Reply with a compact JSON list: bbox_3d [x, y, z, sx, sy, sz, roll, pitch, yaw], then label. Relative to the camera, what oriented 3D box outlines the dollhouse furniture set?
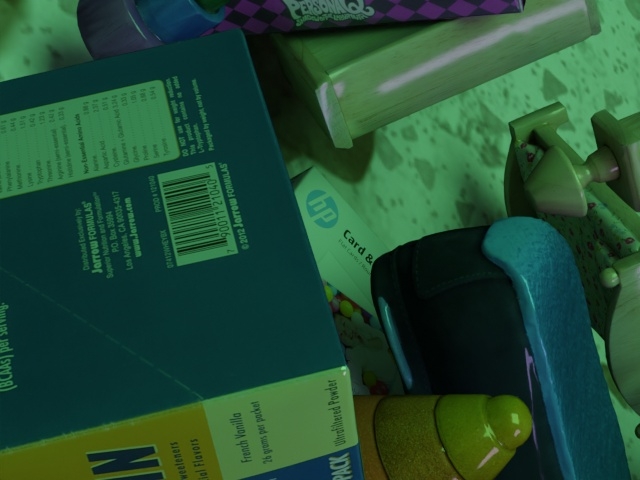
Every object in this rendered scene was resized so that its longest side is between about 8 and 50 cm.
[{"bbox_3d":[0.106,-0.012,0.950,0.303,0.174,0.355,-120,-172,-58],"label":"dollhouse furniture set"}]

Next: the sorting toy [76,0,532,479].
[{"bbox_3d":[0.000,0.000,0.743,0.127,0.126,0.365,-8,72,-63],"label":"sorting toy"}]

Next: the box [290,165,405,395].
[{"bbox_3d":[-0.006,0.068,0.842,0.145,0.038,0.186,48,45,-14],"label":"box"}]

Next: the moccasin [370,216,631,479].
[{"bbox_3d":[0.113,0.141,0.849,0.138,0.117,0.342,-43,125,-57],"label":"moccasin"}]

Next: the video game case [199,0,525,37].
[{"bbox_3d":[0.029,-0.211,0.878,0.042,0.232,0.210,64,34,-43],"label":"video game case"}]

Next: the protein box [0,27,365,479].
[{"bbox_3d":[-0.102,0.043,0.587,0.201,0.136,0.200,-14,47,-5],"label":"protein box"}]
